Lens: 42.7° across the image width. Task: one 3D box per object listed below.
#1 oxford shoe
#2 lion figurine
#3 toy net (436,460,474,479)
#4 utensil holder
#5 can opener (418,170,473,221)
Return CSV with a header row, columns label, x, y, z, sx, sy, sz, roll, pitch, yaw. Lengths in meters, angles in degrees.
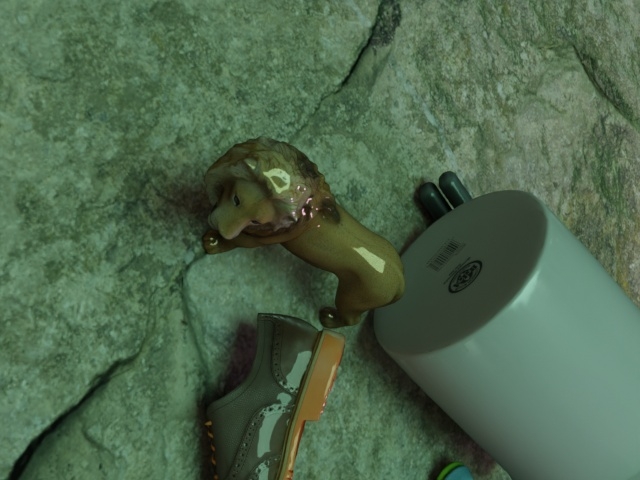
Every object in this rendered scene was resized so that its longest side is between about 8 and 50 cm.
label,x,y,z,sx,sy,sz,roll,pitch,yaw
oxford shoe,-0.091,0.266,1.016,0.132,0.130,0.364,22,73,0
lion figurine,0.000,0.000,1.029,0.392,0.240,0.142,27,67,-34
toy net,0.144,0.417,1.214,0.232,0.045,0.122,-12,120,-37
utensil holder,0.313,0.163,1.207,0.385,0.327,0.328,44,58,-24
can opener,0.264,-0.002,1.369,0.283,0.076,0.095,52,23,-20
